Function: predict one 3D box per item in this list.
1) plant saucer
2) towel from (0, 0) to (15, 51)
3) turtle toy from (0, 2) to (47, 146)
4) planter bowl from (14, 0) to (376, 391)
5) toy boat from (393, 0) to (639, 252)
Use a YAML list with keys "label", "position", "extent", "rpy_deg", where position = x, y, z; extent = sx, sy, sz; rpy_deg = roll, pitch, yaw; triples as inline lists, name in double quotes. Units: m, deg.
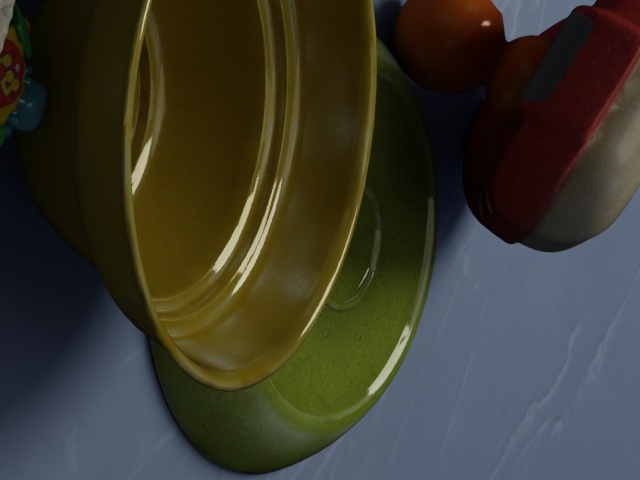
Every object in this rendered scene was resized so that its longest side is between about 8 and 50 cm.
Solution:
- label: "plant saucer"
  position: [0.000, 0.000, 0.885]
  extent: [0.241, 0.037, 0.241]
  rpy_deg: [-21, 114, -56]
- label: "towel"
  position: [-0.168, 0.001, 0.477]
  extent: [0.187, 0.049, 0.282]
  rpy_deg: [-28, 149, -44]
- label: "turtle toy"
  position: [-0.142, -0.052, 0.612]
  extent: [0.130, 0.066, 0.095]
  rpy_deg: [-47, 135, -43]
- label: "planter bowl"
  position: [-0.059, -0.054, 0.714]
  extent: [0.217, 0.090, 0.217]
  rpy_deg: [8, 90, -66]
- label: "toy boat"
  position: [0.108, -0.085, 0.949]
  extent: [0.151, 0.151, 0.231]
  rpy_deg: [-59, 177, -2]
